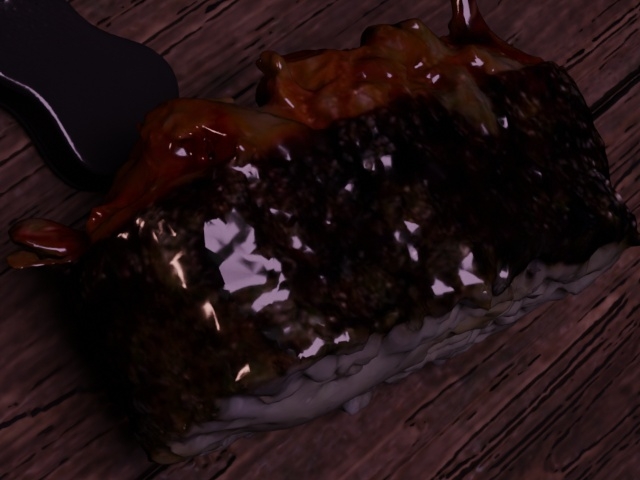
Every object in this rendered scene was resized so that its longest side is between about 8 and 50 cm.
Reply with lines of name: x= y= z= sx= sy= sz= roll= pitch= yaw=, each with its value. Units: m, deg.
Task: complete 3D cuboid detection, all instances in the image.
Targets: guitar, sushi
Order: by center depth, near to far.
guitar: x=-0.193 y=-0.130 z=0.997 sx=0.271 sy=0.038 sz=0.084 roll=38 pitch=62 yaw=-18
sushi: x=0.000 y=0.000 z=1.010 sx=0.343 sy=0.196 sz=0.182 roll=-17 pitch=70 yaw=-37
